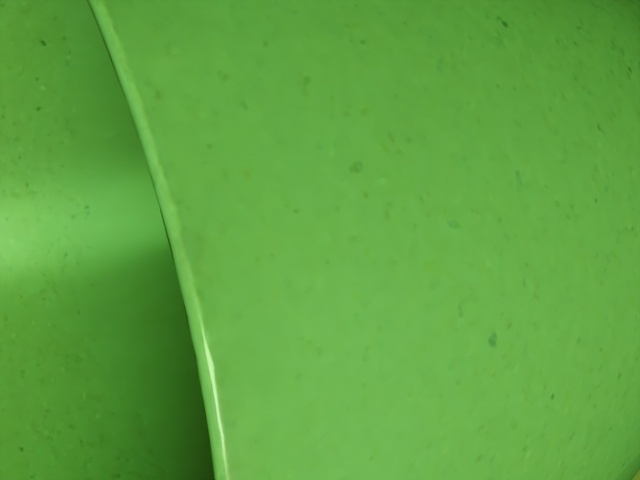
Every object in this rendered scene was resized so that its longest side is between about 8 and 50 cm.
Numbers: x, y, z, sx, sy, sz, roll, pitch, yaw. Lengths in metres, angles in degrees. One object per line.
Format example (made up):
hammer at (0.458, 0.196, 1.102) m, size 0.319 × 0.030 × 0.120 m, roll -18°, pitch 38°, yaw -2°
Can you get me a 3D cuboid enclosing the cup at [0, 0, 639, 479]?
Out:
cup at (0.000, 0.000, 0.595) m, size 0.237 × 0.331 × 0.331 m, roll -13°, pitch 130°, yaw -26°
